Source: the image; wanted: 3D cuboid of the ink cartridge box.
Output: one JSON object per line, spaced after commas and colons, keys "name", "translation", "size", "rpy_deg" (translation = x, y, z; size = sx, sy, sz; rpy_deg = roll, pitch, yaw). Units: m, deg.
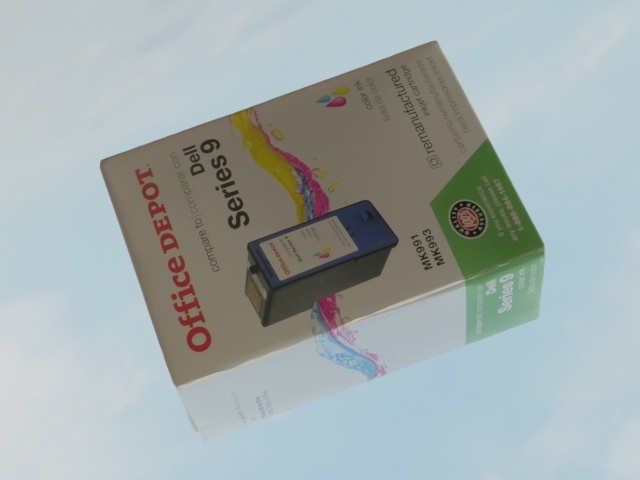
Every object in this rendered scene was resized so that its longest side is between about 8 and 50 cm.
{"name": "ink cartridge box", "translation": [0.000, 0.000, 0.737], "size": [0.212, 0.093, 0.154], "rpy_deg": [-20, -118, -3]}
